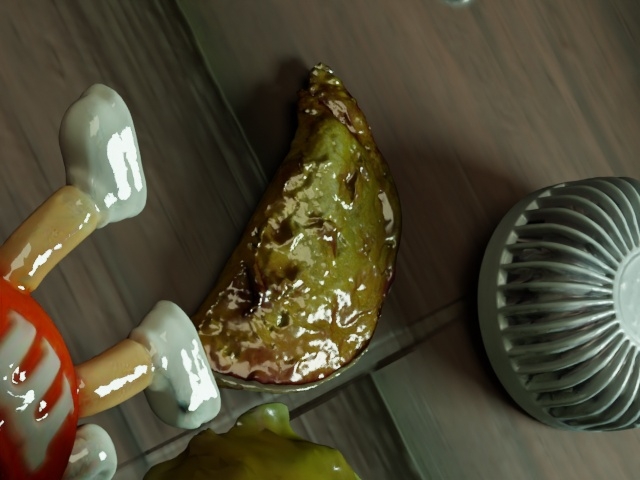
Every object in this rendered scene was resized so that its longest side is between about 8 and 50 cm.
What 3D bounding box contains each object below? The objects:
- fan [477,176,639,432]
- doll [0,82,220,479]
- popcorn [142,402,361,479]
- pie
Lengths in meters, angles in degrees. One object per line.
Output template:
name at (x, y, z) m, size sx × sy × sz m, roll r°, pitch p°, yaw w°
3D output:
fan at (0.189, 0.056, 0.865) m, size 0.244 × 0.074 × 0.130 m, roll 28°, pitch 69°, yaw -27°
doll at (-0.139, 0.054, 0.625) m, size 0.217 × 0.085 × 0.183 m, roll -32°, pitch 120°, yaw -31°
popcorn at (0.011, 0.237, 0.549) m, size 0.326 × 0.290 × 0.321 m, roll 42°, pitch 69°, yaw 16°
pie at (0.001, 0.003, 0.787) m, size 0.088 × 0.033 × 0.191 m, roll 37°, pitch 56°, yaw -20°
